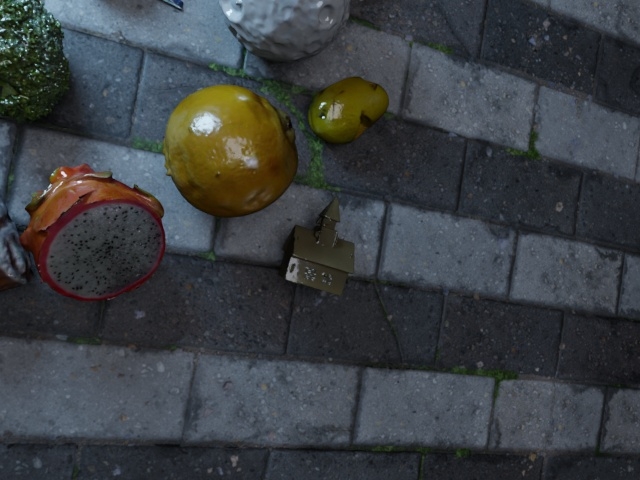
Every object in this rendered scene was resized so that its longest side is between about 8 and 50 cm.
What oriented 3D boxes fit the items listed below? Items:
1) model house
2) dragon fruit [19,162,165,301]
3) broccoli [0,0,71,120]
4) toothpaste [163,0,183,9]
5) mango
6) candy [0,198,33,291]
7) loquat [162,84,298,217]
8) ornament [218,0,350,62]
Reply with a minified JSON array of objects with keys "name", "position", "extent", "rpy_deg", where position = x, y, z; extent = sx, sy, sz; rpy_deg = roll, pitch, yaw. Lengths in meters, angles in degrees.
[{"name":"model house","position":[0.000,0.000,1.432],"extent":[0.180,0.176,0.248],"rpy_deg":[19,89,-20]},{"name":"dragon fruit","position":[-0.523,-0.035,1.212],"extent":[0.305,0.225,0.306],"rpy_deg":[-25,135,-27]},{"name":"broccoli","position":[-0.667,-0.410,1.146],"extent":[0.235,0.259,0.288],"rpy_deg":[-3,94,-35]},{"name":"toothpaste","position":[-0.394,-0.621,1.360],"extent":[0.083,0.019,0.027],"rpy_deg":[16,68,-24]},{"name":"mango","position":[0.083,-0.371,1.489],"extent":[0.261,0.130,0.167],"rpy_deg":[-34,108,-22]},{"name":"candy","position":[-0.745,-0.014,1.132],"extent":[0.157,0.214,0.290],"rpy_deg":[-27,109,-13]},{"name":"loquat","position":[-0.215,-0.214,1.280],"extent":[0.328,0.328,0.329],"rpy_deg":[0,91,-21]},{"name":"ornament","position":[-0.094,-0.607,1.300],"extent":[0.336,0.337,0.338],"rpy_deg":[0,91,-21]}]
